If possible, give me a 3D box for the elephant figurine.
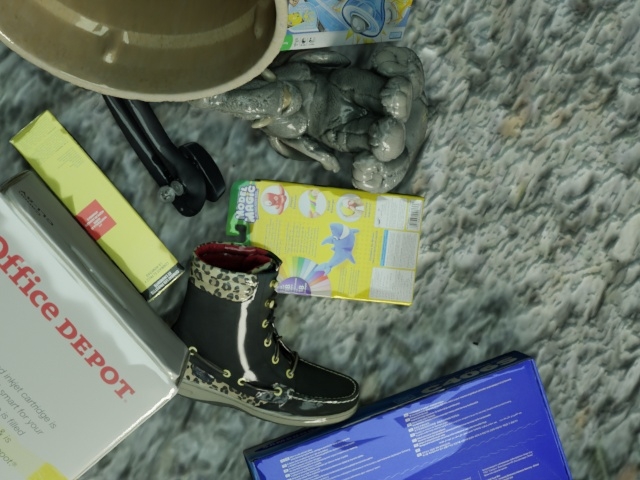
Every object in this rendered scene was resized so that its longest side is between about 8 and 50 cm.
[{"bbox_3d":[-0.010,-0.153,1.832,0.239,0.186,0.169,10,55,16],"label":"elephant figurine"}]

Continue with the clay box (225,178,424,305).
[{"bbox_3d":[0.000,0.000,1.885,0.222,0.053,0.127,6,94,-9],"label":"clay box"}]

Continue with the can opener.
[{"bbox_3d":[-0.186,-0.107,1.854,0.059,0.073,0.186,-36,97,34],"label":"can opener"}]

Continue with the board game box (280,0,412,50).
[{"bbox_3d":[0.027,-0.281,1.804,0.201,0.035,0.136,-12,125,-43],"label":"board game box"}]

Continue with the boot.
[{"bbox_3d":[-0.055,0.105,1.835,0.236,0.085,0.178,13,119,-6],"label":"boot"}]

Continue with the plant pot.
[{"bbox_3d":[-0.173,-0.364,1.688,0.334,0.334,0.305,17,57,-10],"label":"plant pot"}]

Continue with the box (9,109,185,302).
[{"bbox_3d":[-0.246,-0.039,1.826,0.058,0.087,0.232,-40,100,-5],"label":"box"}]

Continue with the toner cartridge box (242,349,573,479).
[{"bbox_3d":[0.101,0.263,1.908,0.348,0.075,0.165,-19,95,-8],"label":"toner cartridge box"}]

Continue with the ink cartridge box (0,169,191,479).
[{"bbox_3d":[-0.367,0.154,1.743,0.385,0.160,0.279,-40,98,8],"label":"ink cartridge box"}]
